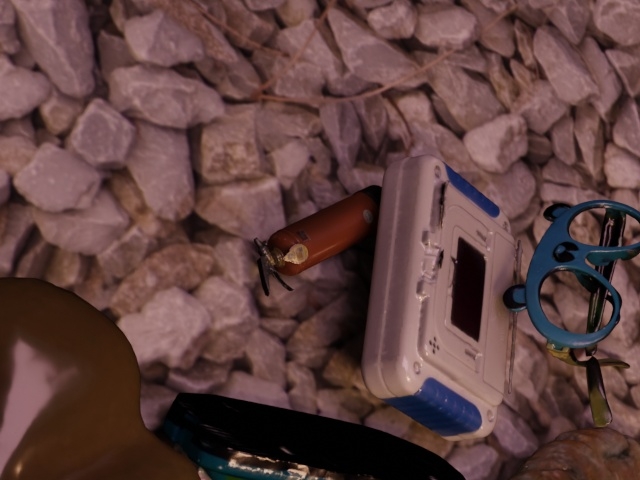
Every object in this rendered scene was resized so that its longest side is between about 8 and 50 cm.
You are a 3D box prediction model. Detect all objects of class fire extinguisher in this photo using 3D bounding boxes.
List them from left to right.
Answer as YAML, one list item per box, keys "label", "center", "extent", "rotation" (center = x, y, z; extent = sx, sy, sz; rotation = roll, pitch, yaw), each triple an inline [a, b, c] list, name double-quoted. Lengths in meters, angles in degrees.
- label: "fire extinguisher"
  center: [0.000, 0.000, 1.824]
  extent: [0.177, 0.050, 0.062]
  rotation: [-27, 82, -36]

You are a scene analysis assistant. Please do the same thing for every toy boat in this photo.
- label: "toy boat"
  center: [-0.007, 0.223, 1.709]
  extent: [0.299, 0.134, 0.092]
  rotation: [16, 100, -29]

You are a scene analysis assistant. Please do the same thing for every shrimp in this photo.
- label: "shrimp"
  center: [0.209, 0.340, 1.803]
  extent: [0.446, 0.110, 0.221]
  rotation: [-30, 98, -41]

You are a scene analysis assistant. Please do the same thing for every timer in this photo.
- label: "timer"
  center: [0.124, 0.056, 1.834]
  extent: [0.178, 0.078, 0.253]
  rotation: [35, 54, -46]

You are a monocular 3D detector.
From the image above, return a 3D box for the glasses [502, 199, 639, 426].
- label: "glasses"
  center: [0.294, 0.077, 1.907]
  extent: [0.207, 0.102, 0.239]
  rotation: [58, 38, -25]

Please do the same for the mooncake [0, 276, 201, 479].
- label: "mooncake"
  center: [-0.314, 0.248, 1.392]
  extent: [0.467, 0.262, 0.467]
  rotation: [12, 68, -31]
